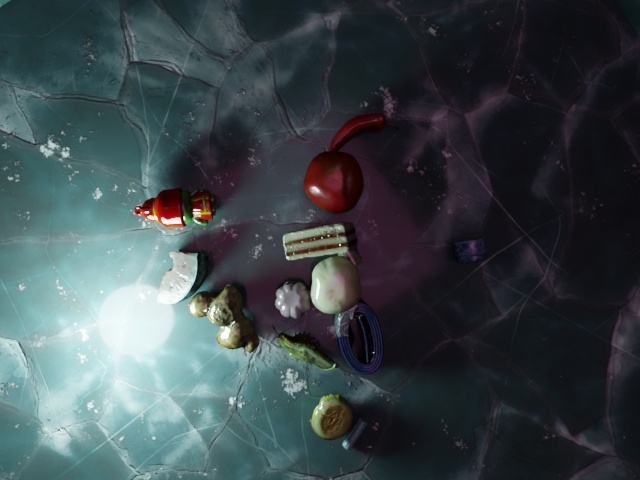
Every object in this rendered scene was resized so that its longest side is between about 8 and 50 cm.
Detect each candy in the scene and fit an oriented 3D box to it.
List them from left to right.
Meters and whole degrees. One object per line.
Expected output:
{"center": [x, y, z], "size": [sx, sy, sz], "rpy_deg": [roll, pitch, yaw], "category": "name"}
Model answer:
{"center": [0.000, 0.000, 1.822], "size": [0.321, 0.179, 0.135], "rpy_deg": [-8, 92, 24], "category": "candy"}

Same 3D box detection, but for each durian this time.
{"center": [-0.079, 0.511, 1.919], "size": [0.375, 0.106, 0.132], "rpy_deg": [29, 92, -4], "category": "durian"}

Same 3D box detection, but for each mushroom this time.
{"center": [0.070, 0.205, 1.858], "size": [0.260, 0.234, 0.254], "rpy_deg": [-44, 88, 4], "category": "mushroom"}

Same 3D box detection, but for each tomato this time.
{"center": [0.063, -0.269, 1.854], "size": [0.298, 0.226, 0.298], "rpy_deg": [0, 95, -3], "category": "tomato"}

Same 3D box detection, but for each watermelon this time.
{"center": [-0.644, 0.161, 1.889], "size": [0.318, 0.148, 0.226], "rpy_deg": [-46, 75, 12], "category": "watermelon"}

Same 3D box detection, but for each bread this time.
{"center": [0.058, 0.846, 1.936], "size": [0.213, 0.105, 0.213], "rpy_deg": [0, 89, -6], "category": "bread"}

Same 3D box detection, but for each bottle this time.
{"center": [0.123, 0.027, 1.927], "size": [0.110, 0.097, 0.209], "rpy_deg": [-25, 92, -19], "category": "bottle"}

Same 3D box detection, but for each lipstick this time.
{"center": [0.169, 0.947, 1.972], "size": [0.048, 0.048, 0.158], "rpy_deg": [33, 89, -3], "category": "lipstick"}

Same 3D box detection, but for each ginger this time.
{"center": [-0.428, 0.371, 1.873], "size": [0.256, 0.176, 0.375], "rpy_deg": [-35, 95, 16], "category": "ginger"}

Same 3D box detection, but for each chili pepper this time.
{"center": [0.186, -0.526, 1.935], "size": [0.368, 0.092, 0.137], "rpy_deg": [-22, 111, 4], "category": "chili pepper"}

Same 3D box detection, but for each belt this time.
{"center": [0.184, 0.458, 1.931], "size": [0.212, 0.117, 0.347], "rpy_deg": [-12, 93, -4], "category": "belt"}

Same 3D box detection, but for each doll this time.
{"center": [-0.666, -0.148, 1.845], "size": [0.363, 0.160, 0.182], "rpy_deg": [-5, 99, -3], "category": "doll"}

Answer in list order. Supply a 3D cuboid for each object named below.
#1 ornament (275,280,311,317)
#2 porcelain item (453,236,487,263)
{"center": [-0.125, 0.279, 1.896], "size": [0.177, 0.177, 0.177], "rpy_deg": [0, 91, -3], "category": "ornament"}
{"center": [0.722, 0.049, 1.936], "size": [0.147, 0.147, 0.114], "rpy_deg": [-11, 91, -3], "category": "porcelain item"}
